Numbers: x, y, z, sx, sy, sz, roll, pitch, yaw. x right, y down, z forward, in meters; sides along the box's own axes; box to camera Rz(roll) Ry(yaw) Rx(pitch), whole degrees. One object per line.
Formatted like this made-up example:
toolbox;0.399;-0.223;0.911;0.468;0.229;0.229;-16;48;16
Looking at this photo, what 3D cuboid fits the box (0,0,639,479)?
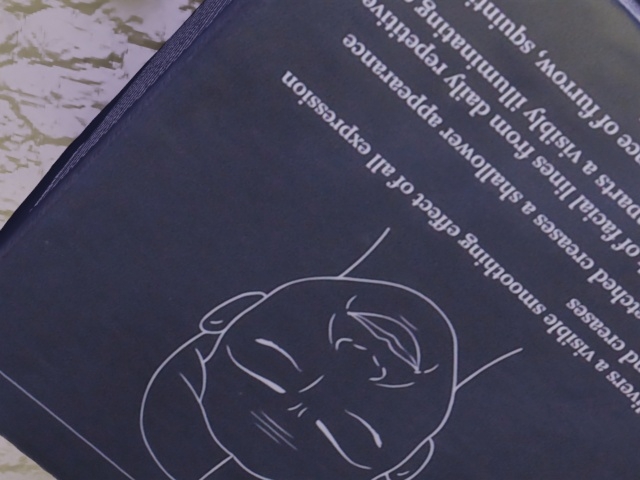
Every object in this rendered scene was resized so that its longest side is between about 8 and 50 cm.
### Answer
box;0.045;-0.006;0.712;0.293;0.212;0.395;42;124;-12
